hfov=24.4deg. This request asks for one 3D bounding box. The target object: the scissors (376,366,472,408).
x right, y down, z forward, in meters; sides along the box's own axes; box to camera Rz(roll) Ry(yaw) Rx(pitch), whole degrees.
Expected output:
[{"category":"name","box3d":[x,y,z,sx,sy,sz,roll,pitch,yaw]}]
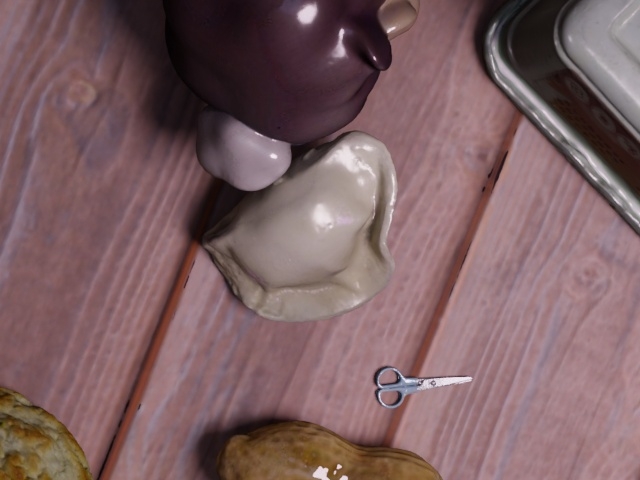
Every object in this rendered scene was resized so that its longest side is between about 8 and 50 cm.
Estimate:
[{"category":"scissors","box3d":[0.088,0.122,1.257,0.083,0.006,0.036,-5,96,-5]}]

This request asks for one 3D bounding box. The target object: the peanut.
[{"category":"peanut","box3d":[0.008,0.200,1.220,0.193,0.089,0.089,17,92,-1]}]

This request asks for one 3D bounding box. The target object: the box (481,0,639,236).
[{"category":"box","box3d":[0.292,-0.109,1.174,0.175,0.182,0.312,-45,95,-1]}]

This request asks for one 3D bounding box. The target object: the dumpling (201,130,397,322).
[{"category":"dumpling","box3d":[0.001,-0.001,1.196,0.169,0.100,0.134,-39,99,-1]}]

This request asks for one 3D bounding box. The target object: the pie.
[{"category":"pie","box3d":[-0.292,0.184,1.145,0.248,0.201,0.090,17,117,-18]}]

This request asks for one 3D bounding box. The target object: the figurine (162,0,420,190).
[{"category":"figurine","box3d":[0.034,-0.223,1.164,0.365,0.206,0.218,-30,77,-23]}]
